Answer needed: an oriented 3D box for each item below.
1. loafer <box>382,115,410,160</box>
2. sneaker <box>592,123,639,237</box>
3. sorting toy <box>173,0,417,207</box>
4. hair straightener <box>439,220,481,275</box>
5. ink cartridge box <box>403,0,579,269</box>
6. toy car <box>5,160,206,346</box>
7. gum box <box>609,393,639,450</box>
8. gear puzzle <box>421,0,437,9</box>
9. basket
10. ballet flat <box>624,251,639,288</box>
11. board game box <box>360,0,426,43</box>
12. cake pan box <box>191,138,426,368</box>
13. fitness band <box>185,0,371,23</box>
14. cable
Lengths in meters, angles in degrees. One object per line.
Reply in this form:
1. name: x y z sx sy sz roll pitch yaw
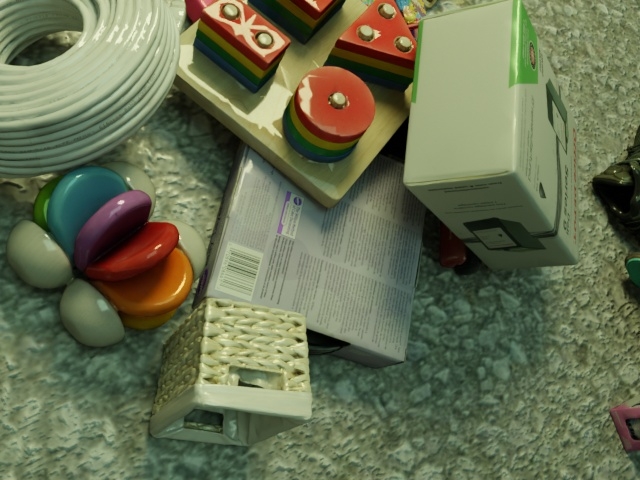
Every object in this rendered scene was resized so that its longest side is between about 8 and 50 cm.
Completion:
1. loafer: 0.083 -0.157 0.938 0.220 0.078 0.080 29 106 -7
2. sneaker: 0.506 -0.121 1.124 0.130 0.087 0.227 27 67 -24
3. sorting toy: -0.003 -0.216 0.817 0.255 0.089 0.257 39 61 -1
4. hair straightener: 0.197 -0.059 0.980 0.089 0.047 0.230 26 54 -43
5. ink cartridge box: 0.216 -0.107 0.841 0.289 0.122 0.211 33 58 -53
6. toy car: -0.199 0.003 0.690 0.182 0.136 0.159 50 59 -4
7. gum box: 0.507 0.232 0.988 0.188 0.107 0.062 -15 80 -30
8. gear puzzle: 0.098 -0.521 1.081 0.339 0.044 0.175 45 59 -7
9. basket: -0.088 0.132 0.687 0.113 0.167 0.103 13 62 -23
10. ballet flat: 0.540 0.070 1.086 0.203 0.074 0.074 43 59 -15
11. board game box: 0.115 -0.327 0.989 0.169 0.033 0.133 36 60 -41
12. cake pan box: 0.000 0.000 0.835 0.246 0.070 0.266 19 65 -18
13. fitness band: -0.051 -0.344 0.938 0.209 0.054 0.291 48 57 -5
14. cable: -0.266 -0.183 0.690 0.257 0.089 0.257 -5 60 1
